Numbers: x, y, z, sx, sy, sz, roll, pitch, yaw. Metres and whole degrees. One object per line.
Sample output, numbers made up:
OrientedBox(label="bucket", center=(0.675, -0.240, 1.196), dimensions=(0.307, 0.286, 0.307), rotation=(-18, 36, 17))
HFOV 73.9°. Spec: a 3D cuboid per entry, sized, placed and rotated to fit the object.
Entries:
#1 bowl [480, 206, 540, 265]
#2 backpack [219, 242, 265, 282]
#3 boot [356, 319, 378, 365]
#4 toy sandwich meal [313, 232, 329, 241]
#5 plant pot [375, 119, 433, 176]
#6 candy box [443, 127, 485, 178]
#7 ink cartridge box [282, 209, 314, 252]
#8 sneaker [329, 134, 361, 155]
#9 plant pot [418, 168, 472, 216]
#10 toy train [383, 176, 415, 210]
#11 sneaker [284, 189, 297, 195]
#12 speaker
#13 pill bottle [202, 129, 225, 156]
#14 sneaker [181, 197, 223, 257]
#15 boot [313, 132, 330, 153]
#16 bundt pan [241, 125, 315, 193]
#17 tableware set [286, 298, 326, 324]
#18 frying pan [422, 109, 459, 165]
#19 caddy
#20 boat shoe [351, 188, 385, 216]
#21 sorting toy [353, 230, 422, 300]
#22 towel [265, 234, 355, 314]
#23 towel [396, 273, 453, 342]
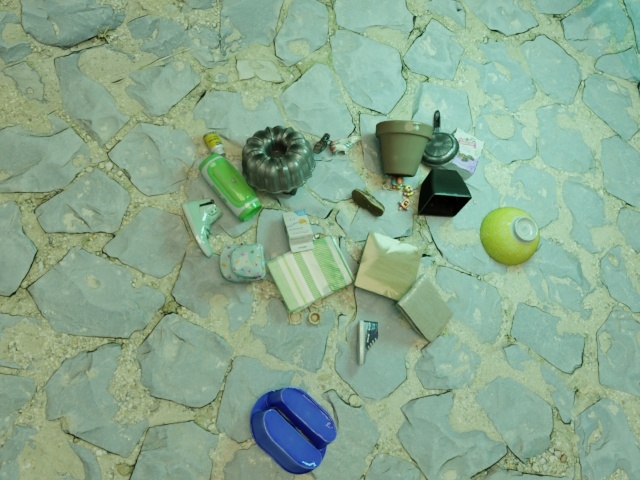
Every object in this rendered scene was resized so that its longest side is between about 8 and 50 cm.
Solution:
OrientedBox(label="bowl", center=(0.926, -0.037, 2.009), dimensions=(0.289, 0.156, 0.289), rotation=(3, 76, -11))
OrientedBox(label="backpack", center=(-0.324, 0.092, 1.753), dimensions=(0.188, 0.144, 0.166), rotation=(-4, 82, -9))
OrientedBox(label="boot", center=(0.202, 0.434, 1.805), dimensions=(0.086, 0.069, 0.190), rotation=(5, 74, -6))
OrientedBox(label="toy sandwich meal", center=(0.000, 0.000, 1.892), dimensions=(0.085, 0.029, 0.086), rotation=(2, 76, -10))
OrientedBox(label="plant pot", center=(0.373, -0.415, 1.967), dimensions=(0.263, 0.263, 0.229), rotation=(6, 94, -9))
OrientedBox(label="candy box", center=(0.698, -0.430, 2.103), dimensions=(0.164, 0.070, 0.196), rotation=(26, 74, -3))
OrientedBox(label="ink cartridge box", center=(-0.095, -0.042, 1.829), dimensions=(0.104, 0.062, 0.181), rotation=(-11, 52, -12))
OrientedBox(label="sneaker", center=(0.124, -0.447, 2.016), dimensions=(0.161, 0.057, 0.075), rotation=(-17, 97, -15))
OrientedBox(label="plant pot", center=(0.564, -0.230, 1.981), dimensions=(0.187, 0.188, 0.167), rotation=(3, 65, -10))
OrientedBox(label="toy train", center=(0.382, -0.228, 2.009), dimensions=(0.125, 0.046, 0.166), rotation=(-42, 87, -17))
OrientedBox(label="sneaker", center=(-0.160, -0.321, 1.908), dimensions=(0.130, 0.087, 0.228), rotation=(8, 81, -15))
OrientedBox(label="speaker", center=(-0.384, -0.228, 1.825), dimensions=(0.131, 0.131, 0.296), rotation=(-39, 86, -16))
OrientedBox(label="pill bottle", center=(-0.468, -0.424, 1.887), dimensions=(0.065, 0.065, 0.116), rotation=(-28, 84, -15))
OrientedBox(label="sneaker", center=(-0.468, -0.062, 1.787), dimensions=(0.151, 0.094, 0.256), rotation=(-22, 83, -18))
OrientedBox(label="boot", center=(0.001, -0.432, 1.959), dimensions=(0.045, 0.099, 0.121), rotation=(33, 75, -3))
OrientedBox(label="bundt pan", center=(-0.186, -0.365, 1.814), dimensions=(0.330, 0.124, 0.331), rotation=(-1, 58, 2))
OrientedBox(label="tableware set", center=(-0.059, 0.289, 1.817), dimensions=(0.168, 0.020, 0.141), rotation=(5, 76, -9))
OrientedBox(label="frying pan", center=(0.597, -0.505, 2.073), dimensions=(0.197, 0.053, 0.326), rotation=(19, 75, 26))
OrientedBox(label="caddy", center=(-0.106, 0.722, 1.629), dimensions=(0.341, 0.179, 0.241), rotation=(43, 49, 2))
OrientedBox(label="boat shoe", center=(0.221, -0.181, 1.966), dimensions=(0.178, 0.064, 0.060), rotation=(36, 43, -2))
OrientedBox(label="sorting toy", center=(0.292, 0.124, 1.886), dimensions=(0.257, 0.089, 0.255), rotation=(19, 74, -6))
OrientedBox(label="towel", center=(-0.038, 0.139, 1.823), dimensions=(0.324, 0.038, 0.248), rotation=(-25, 88, -16))
OrientedBox(label="towel", center=(0.457, 0.296, 1.845), dimensions=(0.187, 0.049, 0.282), rotation=(-47, 116, -17))
